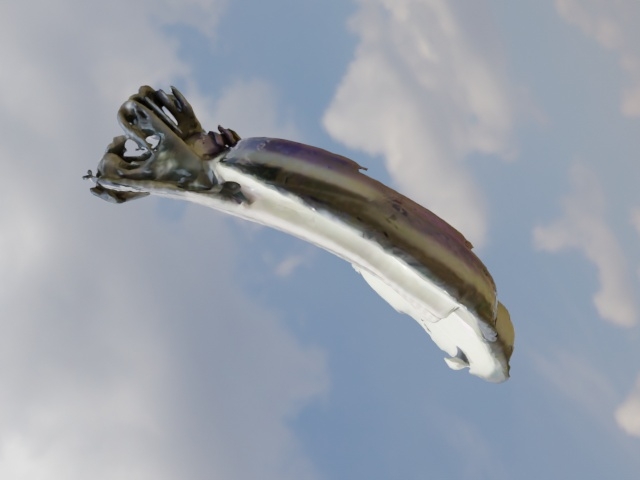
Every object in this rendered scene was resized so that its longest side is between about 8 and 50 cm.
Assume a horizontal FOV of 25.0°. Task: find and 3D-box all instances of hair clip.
[{"bbox_3d":[0.000,0.000,0.527,0.172,0.049,0.116,27,176,5],"label":"hair clip"}]
